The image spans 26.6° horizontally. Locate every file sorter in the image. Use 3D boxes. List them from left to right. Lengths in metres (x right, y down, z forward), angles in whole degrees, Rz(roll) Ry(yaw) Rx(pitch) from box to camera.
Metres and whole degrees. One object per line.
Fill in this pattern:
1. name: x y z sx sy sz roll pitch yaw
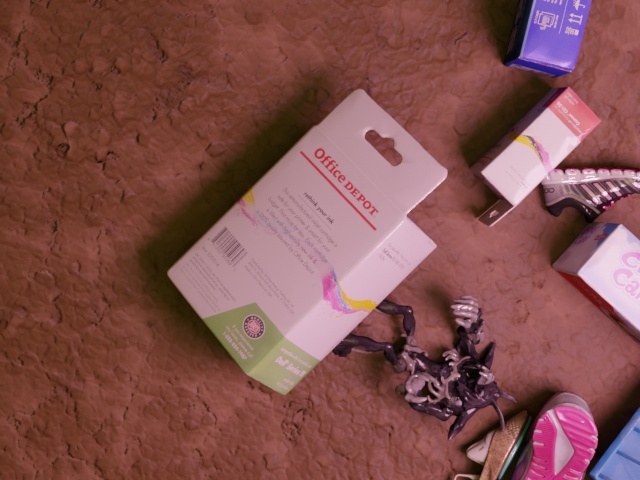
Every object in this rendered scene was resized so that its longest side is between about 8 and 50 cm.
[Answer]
1. file sorter: 0.458 0.289 1.766 0.170 0.104 0.118 -49 129 -14

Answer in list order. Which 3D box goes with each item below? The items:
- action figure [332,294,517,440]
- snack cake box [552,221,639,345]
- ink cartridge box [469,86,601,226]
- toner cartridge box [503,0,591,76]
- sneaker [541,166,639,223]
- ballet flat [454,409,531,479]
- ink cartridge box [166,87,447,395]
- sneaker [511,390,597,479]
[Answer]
1. action figure: 0.145 0.154 1.787 0.275 0.141 0.164 28 66 1
2. snack cake box: 0.444 0.093 1.782 0.264 0.152 0.089 41 91 -4
3. ink cartridge box: 0.266 -0.111 1.782 0.067 0.115 0.198 45 92 -4
4. toner cartridge box: 0.319 -0.389 1.737 0.075 0.165 0.348 13 94 -1
5. sneaker: 0.378 -0.061 1.816 0.170 0.063 0.075 0 96 3
6. ballet flat: 0.221 0.319 1.843 0.067 0.073 0.206 22 91 12
7. ink cartridge box: 0.000 0.000 1.745 0.353 0.119 0.207 -44 58 4
8. sneaker: 0.315 0.310 1.826 0.103 0.111 0.252 23 117 8
